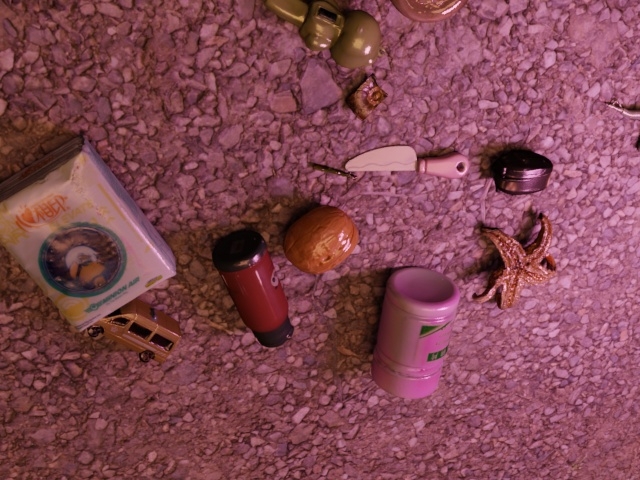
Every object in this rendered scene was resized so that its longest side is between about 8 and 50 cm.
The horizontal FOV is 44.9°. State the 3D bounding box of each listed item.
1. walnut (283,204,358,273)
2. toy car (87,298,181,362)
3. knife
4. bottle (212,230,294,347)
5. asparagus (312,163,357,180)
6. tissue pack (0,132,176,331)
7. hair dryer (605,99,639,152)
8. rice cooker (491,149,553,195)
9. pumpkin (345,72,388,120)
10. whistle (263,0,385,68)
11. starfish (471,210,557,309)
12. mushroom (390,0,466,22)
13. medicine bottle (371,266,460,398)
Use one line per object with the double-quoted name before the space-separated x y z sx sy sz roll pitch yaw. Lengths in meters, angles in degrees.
"walnut" 0.000 0.000 2.011 0.197 0.165 0.165 -36 124 -2
"toy car" -0.494 0.218 2.033 0.256 0.101 0.124 35 106 -31
"knife" 0.230 -0.206 2.023 0.335 0.043 0.081 1 108 -14
"bottle" -0.165 0.144 2.055 0.143 0.144 0.336 -22 124 -3
"asparagus" 0.040 -0.176 1.999 0.127 0.018 0.015 12 150 -22
"tissue pack" -0.563 -0.013 1.829 0.287 0.162 0.388 -32 121 -2
"hair dryer" 0.870 -0.312 2.143 0.199 0.067 0.167 -2 127 -2
"rice cooker" 0.542 -0.181 2.084 0.165 0.112 0.107 -11 129 -9
"pumpkin" 0.114 -0.354 1.905 0.101 0.035 0.073 -40 111 14
"whistle" 0.011 -0.479 1.763 0.293 0.141 0.141 18 115 -4
"starfish" 0.555 0.071 2.247 0.312 0.113 0.303 -39 126 -2
"mushroom" 0.249 -0.576 1.701 0.207 0.215 0.208 -3 117 -6
"medicine bottle" 0.267 0.263 2.212 0.211 0.212 0.326 -1 120 -15
